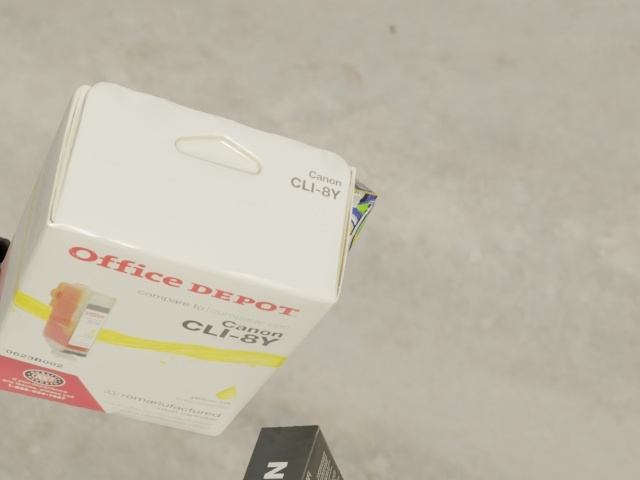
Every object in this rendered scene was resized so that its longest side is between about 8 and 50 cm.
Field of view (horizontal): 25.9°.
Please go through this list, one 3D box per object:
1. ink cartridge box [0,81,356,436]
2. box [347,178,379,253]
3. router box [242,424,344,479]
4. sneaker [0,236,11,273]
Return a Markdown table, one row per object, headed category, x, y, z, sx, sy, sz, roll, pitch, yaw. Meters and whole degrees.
| category | x | y | z | sx | sy | sz | roll | pitch | yaw |
| --- | --- | --- | --- | --- | --- | --- | --- | --- | --- |
| ink cartridge box | -0.166 | 0.038 | 1.398 | 0.279 | 0.385 | 0.160 | 15 | 58 | -15 |
| box | 0.000 | 0.000 | 1.699 | 0.059 | 0.054 | 0.169 | 39 | 107 | 36 |
| router box | -0.035 | 0.404 | 1.585 | 0.081 | 0.243 | 0.309 | -5 | 38 | 22 |
| sneaker | -0.399 | 0.068 | 1.776 | 0.058 | 0.084 | 0.152 | -8 | 68 | -40 |
